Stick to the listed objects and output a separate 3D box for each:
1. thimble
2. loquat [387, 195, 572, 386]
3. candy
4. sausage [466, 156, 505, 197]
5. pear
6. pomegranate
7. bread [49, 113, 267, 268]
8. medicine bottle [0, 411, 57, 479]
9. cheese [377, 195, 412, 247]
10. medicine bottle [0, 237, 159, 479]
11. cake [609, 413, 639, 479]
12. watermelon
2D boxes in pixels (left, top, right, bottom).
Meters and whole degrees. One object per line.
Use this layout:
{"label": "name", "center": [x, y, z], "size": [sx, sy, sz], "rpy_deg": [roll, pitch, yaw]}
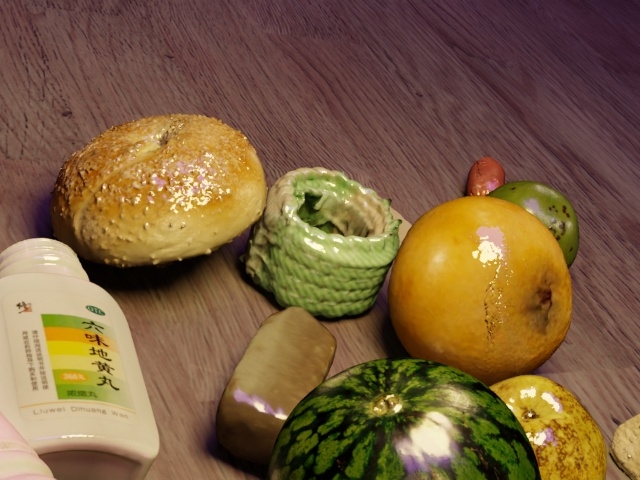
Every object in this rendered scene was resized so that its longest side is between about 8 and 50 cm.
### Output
{"label": "thimble", "center": [0.000, 0.000, 1.546], "size": [0.219, 0.150, 0.219], "rpy_deg": [17, 33, -11]}
{"label": "loquat", "center": [0.217, 0.069, 1.478], "size": [0.263, 0.263, 0.263], "rpy_deg": [16, 33, -11]}
{"label": "candy", "center": [-0.051, 0.174, 1.309], "size": [0.104, 0.102, 0.234], "rpy_deg": [24, 34, 2]}
{"label": "sausage", "center": [0.297, -0.099, 1.939], "size": [0.076, 0.076, 0.141], "rpy_deg": [22, 34, -2]}
{"label": "pear", "center": [0.251, 0.259, 1.293], "size": [0.197, 0.197, 0.197], "rpy_deg": [16, 33, -11]}
{"label": "pomegranate", "center": [0.323, 0.012, 1.712], "size": [0.181, 0.181, 0.224], "rpy_deg": [20, 43, -4]}
{"label": "bread", "center": [-0.217, -0.077, 1.458], "size": [0.305, 0.159, 0.305], "rpy_deg": [-4, 27, 2]}
{"label": "medicine bottle", "center": [-0.270, 0.300, 0.902], "size": [0.202, 0.202, 0.316], "rpy_deg": [-18, 50, -45]}
{"label": "cheese", "center": [0.188, 0.046, 1.700], "size": [0.085, 0.034, 0.400], "rpy_deg": [-16, 49, -44]}
{"label": "medicine bottle", "center": [-0.295, 0.139, 1.196], "size": [0.179, 0.124, 0.324], "rpy_deg": [10, 33, -30]}
{"label": "cake", "center": [0.472, 0.329, 1.458], "size": [0.086, 0.116, 0.221], "rpy_deg": [-5, 75, -32]}
{"label": "watermelon", "center": [0.086, 0.263, 1.111], "size": [0.285, 0.285, 0.285], "rpy_deg": [16, 33, -11]}
